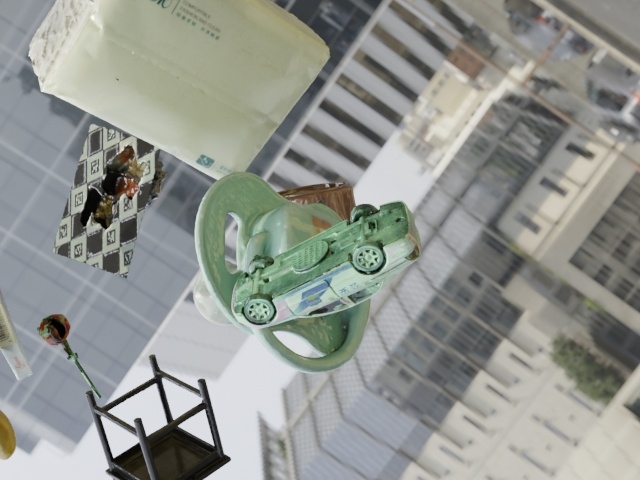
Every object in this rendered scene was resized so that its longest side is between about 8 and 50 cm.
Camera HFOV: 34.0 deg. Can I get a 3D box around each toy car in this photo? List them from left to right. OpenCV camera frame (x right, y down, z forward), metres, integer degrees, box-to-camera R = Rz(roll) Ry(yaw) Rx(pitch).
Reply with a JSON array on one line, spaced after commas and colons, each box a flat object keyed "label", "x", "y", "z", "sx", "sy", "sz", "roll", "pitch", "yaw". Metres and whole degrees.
[{"label": "toy car", "x": 0.007, "y": 0.036, "z": 1.153, "sx": 0.076, "sy": 0.224, "sz": 0.090, "roll": 55, "pitch": -162, "yaw": -28}]

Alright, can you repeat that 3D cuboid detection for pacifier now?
[{"label": "pacifier", "x": -0.079, "y": 0.066, "z": 1.522, "sx": 0.343, "sy": 0.269, "sz": 0.288, "roll": 23, "pitch": -125, "yaw": -38}]

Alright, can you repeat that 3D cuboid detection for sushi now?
[{"label": "sushi", "x": -0.425, "y": -0.078, "z": 2.175, "sx": 0.294, "sy": 0.292, "sz": 0.059, "roll": 18, "pitch": -178, "yaw": 44}]

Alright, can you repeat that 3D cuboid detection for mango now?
[{"label": "mango", "x": -0.797, "y": 0.462, "z": 2.529, "sx": 0.161, "sy": 0.103, "sz": 0.076, "roll": 43, "pitch": -179, "yaw": 11}]

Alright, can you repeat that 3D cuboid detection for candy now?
[{"label": "candy", "x": -0.447, "y": 0.213, "z": 1.896, "sx": 0.185, "sy": 0.055, "sz": 0.049, "roll": 61, "pitch": 164, "yaw": -18}]

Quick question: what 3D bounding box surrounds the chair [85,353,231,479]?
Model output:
[{"label": "chair", "x": -0.230, "y": 0.326, "z": 1.544, "sx": 0.141, "sy": 0.260, "sz": 0.154, "roll": -29, "pitch": -149, "yaw": -35}]

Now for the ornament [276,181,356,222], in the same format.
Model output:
[{"label": "ornament", "x": 0.000, "y": 0.000, "z": 2.124, "sx": 0.221, "sy": 0.218, "sz": 0.235, "roll": -16, "pitch": -169, "yaw": -43}]

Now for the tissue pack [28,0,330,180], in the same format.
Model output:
[{"label": "tissue pack", "x": -0.227, "y": -0.301, "z": 1.661, "sx": 0.380, "sy": 0.297, "sz": 0.207, "roll": 25, "pitch": -162, "yaw": -32}]

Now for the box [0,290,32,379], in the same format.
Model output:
[{"label": "box", "x": -0.598, "y": 0.127, "z": 1.931, "sx": 0.245, "sy": 0.035, "sz": 0.139, "roll": 58, "pitch": 164, "yaw": 27}]
